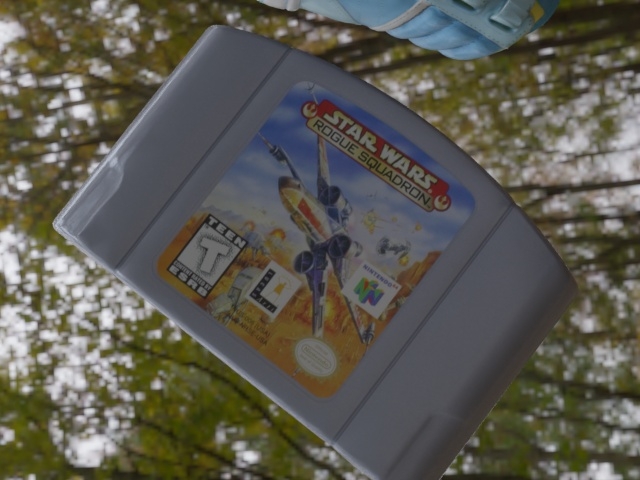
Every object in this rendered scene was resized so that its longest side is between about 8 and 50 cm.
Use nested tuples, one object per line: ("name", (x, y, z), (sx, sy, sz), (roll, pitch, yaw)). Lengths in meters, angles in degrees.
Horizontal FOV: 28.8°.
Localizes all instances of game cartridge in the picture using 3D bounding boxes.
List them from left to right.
("game cartridge", (0.000, 0.000, 0.788), (0.198, 0.297, 0.062), (-54, -14, -1))

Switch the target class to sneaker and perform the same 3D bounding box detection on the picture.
("sneaker", (0.083, -0.223, 0.775), (0.319, 0.208, 0.127), (130, 157, -71))
